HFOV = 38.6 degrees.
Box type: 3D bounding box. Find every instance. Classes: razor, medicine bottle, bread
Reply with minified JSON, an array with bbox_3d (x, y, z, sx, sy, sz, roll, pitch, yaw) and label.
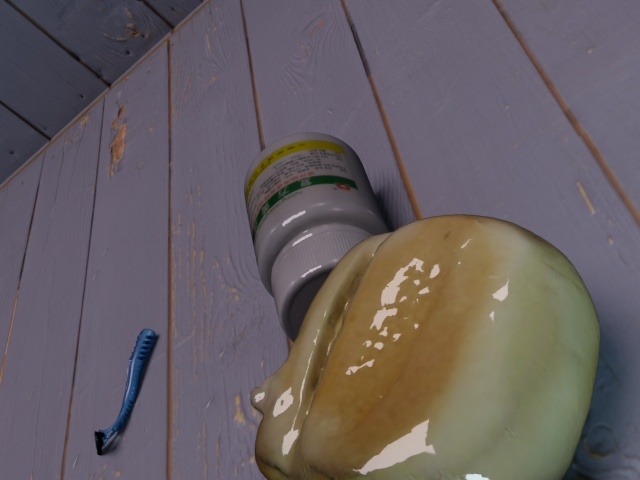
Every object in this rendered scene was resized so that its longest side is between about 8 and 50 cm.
[{"bbox_3d":[-0.363,0.277,1.716,0.082,0.042,0.253,104,-179,-55],"label":"razor"},{"bbox_3d":[0.000,0.000,1.408,0.208,0.208,0.339,-39,34,16],"label":"medicine bottle"},{"bbox_3d":[0.139,0.156,1.042,0.348,0.253,0.376,-6,53,43],"label":"bread"}]
